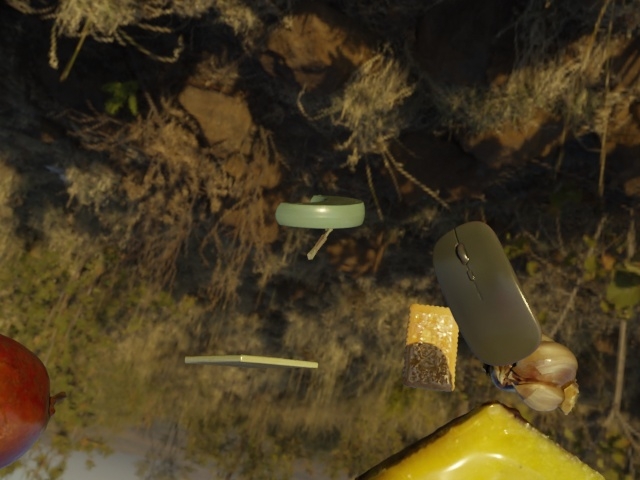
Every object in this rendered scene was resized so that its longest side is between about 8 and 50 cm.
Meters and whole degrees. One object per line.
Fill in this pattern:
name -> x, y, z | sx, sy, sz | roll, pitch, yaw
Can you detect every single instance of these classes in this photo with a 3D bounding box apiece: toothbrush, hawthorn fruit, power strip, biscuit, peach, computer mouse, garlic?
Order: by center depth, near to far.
peach -> 0.244, 0.396, 1.006 | 0.380, 0.306, 0.242 | 31, 164, 22
computer mouse -> 0.258, 0.083, 1.148 | 0.120, 0.232, 0.057 | -28, 165, 25
power strip -> 0.016, -0.054, 1.338 | 0.137, 0.044, 0.216 | 5, -171, 21
hawthorn fruit -> -0.715, 0.333, 1.497 | 0.308, 0.308, 0.325 | 10, 149, 14
garlic -> 0.470, 0.278, 1.641 | 0.191, 0.160, 0.214 | 28, -172, -26
toothbrush -> 0.002, 0.000, 1.747 | 0.017, 0.194, 0.014 | -8, 110, 19
biscuit -> 0.331, 0.318, 2.170 | 0.160, 0.250, 0.030 | 8, 169, 0

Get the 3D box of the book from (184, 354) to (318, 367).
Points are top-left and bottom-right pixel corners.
book -> -0.172, 0.294, 1.753 | 0.207, 0.020, 0.295 | 12, 165, -33
